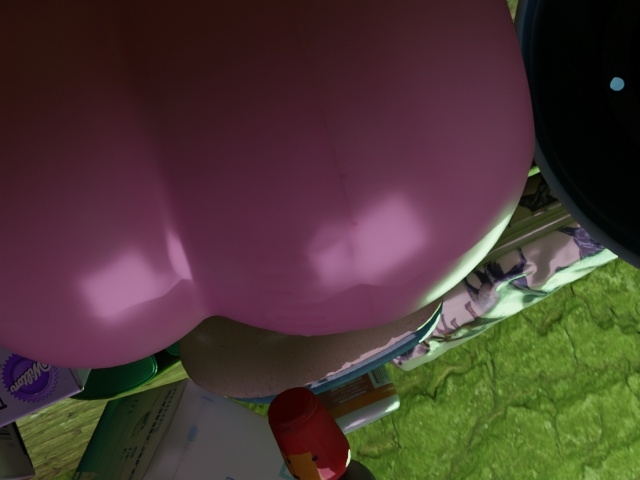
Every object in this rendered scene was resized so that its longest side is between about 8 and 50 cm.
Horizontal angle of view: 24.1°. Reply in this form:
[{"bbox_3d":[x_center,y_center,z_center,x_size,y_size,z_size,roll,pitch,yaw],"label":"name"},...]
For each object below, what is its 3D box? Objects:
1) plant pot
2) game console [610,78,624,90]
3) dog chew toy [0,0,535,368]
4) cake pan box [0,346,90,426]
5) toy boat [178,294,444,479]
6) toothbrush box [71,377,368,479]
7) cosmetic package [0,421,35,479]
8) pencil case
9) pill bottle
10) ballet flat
[{"bbox_3d":[0.264,-0.114,0.945,0.272,0.271,0.255,-26,180,12],"label":"plant pot"},{"bbox_3d":[0.246,-0.149,1.360,0.213,0.044,0.361,-30,171,32],"label":"game console"},{"bbox_3d":[-0.084,-0.039,0.632,0.332,0.206,0.206,-17,171,-2],"label":"dog chew toy"},{"bbox_3d":[-0.265,0.085,1.028,0.267,0.070,0.246,-25,-165,4],"label":"cake pan box"},{"bbox_3d":[-0.002,0.119,1.378,0.267,0.148,0.318,-20,-147,12],"label":"toy boat"},{"bbox_3d":[-0.118,0.254,1.574,0.126,0.216,0.295,-67,-164,-18],"label":"toothbrush box"},{"bbox_3d":[-0.413,0.195,1.266,0.296,0.153,0.129,-23,171,1],"label":"cosmetic package"},{"bbox_3d":[0.224,0.020,1.907,0.410,0.160,0.183,-29,155,17],"label":"pencil case"},{"bbox_3d":[-0.012,0.102,1.585,0.121,0.216,0.121,-24,171,-4],"label":"pill bottle"},{"bbox_3d":[-0.187,0.109,1.661,0.231,0.077,0.077,-24,-160,-9],"label":"ballet flat"}]
